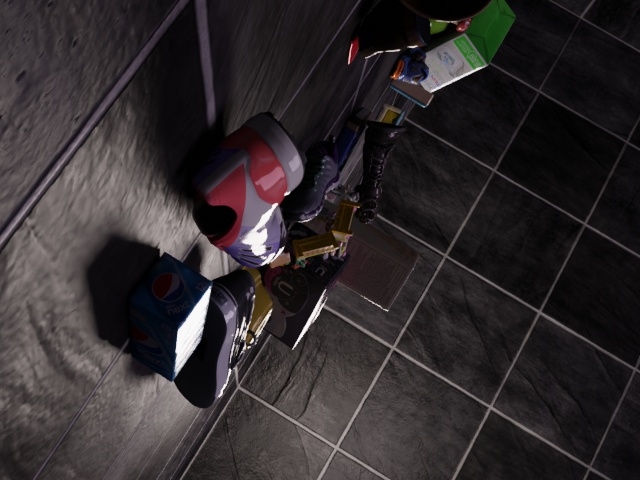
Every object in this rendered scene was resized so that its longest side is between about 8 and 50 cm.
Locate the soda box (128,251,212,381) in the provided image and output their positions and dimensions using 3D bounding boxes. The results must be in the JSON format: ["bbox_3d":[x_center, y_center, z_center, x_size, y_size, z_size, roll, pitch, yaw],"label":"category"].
[{"bbox_3d":[-0.183,0.098,0.953,0.071,0.067,0.210,-57,175,-28],"label":"soda box"}]

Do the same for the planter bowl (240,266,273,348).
[{"bbox_3d":[-0.157,0.153,1.583,0.217,0.090,0.217,-58,176,-6],"label":"planter bowl"}]

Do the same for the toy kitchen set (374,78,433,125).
[{"bbox_3d":[0.240,-0.383,2.325,0.166,0.122,0.207,-60,176,12],"label":"toy kitchen set"}]

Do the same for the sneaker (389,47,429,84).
[{"bbox_3d":[0.252,-0.461,2.134,0.083,0.087,0.221,-61,176,33],"label":"sneaker"}]

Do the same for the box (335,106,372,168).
[{"bbox_3d":[0.045,-0.200,1.876,0.225,0.036,0.136,-60,176,28],"label":"box"}]

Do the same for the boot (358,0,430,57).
[{"bbox_3d":[0.114,-0.376,1.250,0.082,0.106,0.219,51,35,-41],"label":"boot"}]

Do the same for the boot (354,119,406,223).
[{"bbox_3d":[0.130,-0.152,1.840,0.263,0.091,0.229,112,-12,-89],"label":"boot"}]

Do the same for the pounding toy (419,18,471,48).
[{"bbox_3d":[0.363,-0.618,2.188,0.183,0.110,0.237,-58,176,-16],"label":"pounding toy"}]

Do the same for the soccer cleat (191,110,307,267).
[{"bbox_3d":[-0.100,-0.032,0.919,0.116,0.109,0.318,-36,170,-20],"label":"soccer cleat"}]

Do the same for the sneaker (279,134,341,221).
[{"bbox_3d":[-0.023,-0.119,1.482,0.224,0.083,0.098,-58,154,-55],"label":"sneaker"}]

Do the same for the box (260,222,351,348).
[{"bbox_3d":[-0.064,0.109,1.897,0.142,0.163,0.247,-49,170,-49],"label":"box"}]

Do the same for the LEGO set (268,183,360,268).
[{"bbox_3d":[0.000,0.000,1.781,0.287,0.132,0.107,-48,160,-30],"label":"LEGO set"}]

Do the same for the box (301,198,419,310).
[{"bbox_3d":[0.081,0.029,2.035,0.148,0.311,0.121,-60,176,22],"label":"box"}]

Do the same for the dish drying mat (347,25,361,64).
[{"bbox_3d":[0.055,-0.315,1.285,0.032,0.008,0.083,-57,176,-12],"label":"dish drying mat"}]

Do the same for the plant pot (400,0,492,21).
[{"bbox_3d":[0.193,-0.433,1.134,0.167,0.166,0.165,115,-1,-57],"label":"plant pot"}]

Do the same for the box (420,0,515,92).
[{"bbox_3d":[0.412,-0.582,2.319,0.231,0.127,0.262,-17,-149,48],"label":"box"}]

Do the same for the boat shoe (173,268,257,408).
[{"bbox_3d":[-0.169,0.159,1.287,0.105,0.113,0.306,-37,153,-40],"label":"boat shoe"}]
